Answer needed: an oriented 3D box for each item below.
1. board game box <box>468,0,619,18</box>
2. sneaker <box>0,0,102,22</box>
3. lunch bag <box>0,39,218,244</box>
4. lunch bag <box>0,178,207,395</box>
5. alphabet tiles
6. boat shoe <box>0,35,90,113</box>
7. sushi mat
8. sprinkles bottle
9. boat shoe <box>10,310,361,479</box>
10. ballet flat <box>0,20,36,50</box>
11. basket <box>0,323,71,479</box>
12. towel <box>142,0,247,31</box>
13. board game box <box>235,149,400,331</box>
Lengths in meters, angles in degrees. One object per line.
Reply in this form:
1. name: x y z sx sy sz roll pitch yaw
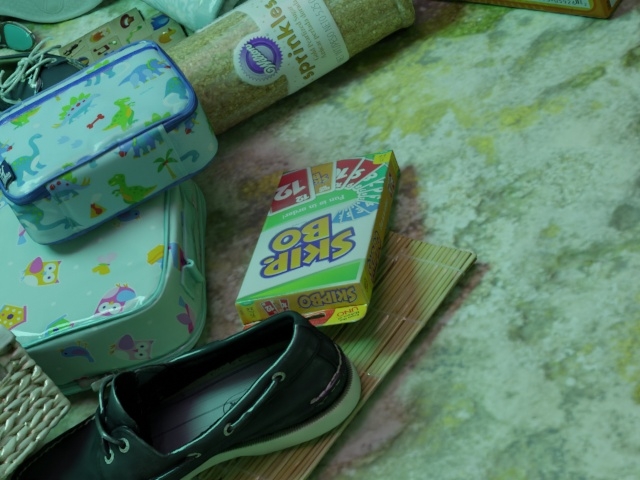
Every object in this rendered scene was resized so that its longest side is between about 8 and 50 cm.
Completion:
1. board game box: 0.201 -0.512 1.515 0.356 0.356 0.356 15 58 36
2. sneaker: -0.411 -0.376 1.887 0.296 0.104 0.147 -2 42 20
3. lunch bag: -0.227 -0.104 1.385 0.219 0.090 0.176 -28 40 -4
4. lunch bag: -0.222 0.026 1.400 0.224 0.108 0.279 -15 45 10
5. alphabet tiles: -0.254 -0.207 1.714 0.198 0.009 0.237 -29 42 0
6. boat shoe: -0.338 -0.191 1.643 0.095 0.079 0.254 -50 30 -16
7. sushi mat: 0.001 0.109 1.271 0.151 0.019 0.316 21 61 39
8. sprinkles bottle: -0.071 -0.209 1.538 0.355 0.121 0.121 -31 43 -4
9. boat shoe: -0.139 0.155 1.201 0.340 0.113 0.127 -20 42 10
10. ballet flat: -0.419 -0.279 1.847 0.114 0.041 0.041 8 53 31
11. basket: -0.315 0.170 1.254 0.113 0.103 0.167 -49 6 -38
12. towel: -0.126 -0.455 1.750 0.320 0.090 0.374 33 79 31
13. board game box: 0.000 0.000 1.323 0.124 0.039 0.259 -11 34 18
